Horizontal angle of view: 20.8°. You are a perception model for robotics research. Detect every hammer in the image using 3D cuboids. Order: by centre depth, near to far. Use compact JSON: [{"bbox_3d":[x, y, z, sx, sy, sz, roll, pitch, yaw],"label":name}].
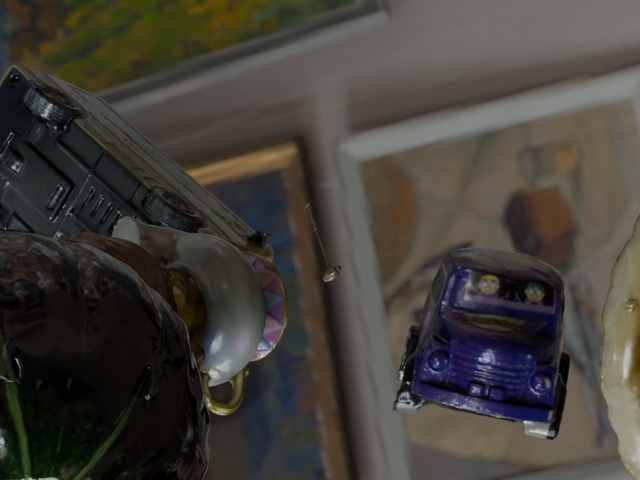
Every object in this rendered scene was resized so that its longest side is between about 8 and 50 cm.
[{"bbox_3d":[0.000,0.000,2.207,0.014,0.029,0.123,29,-147,-45],"label":"hammer"}]

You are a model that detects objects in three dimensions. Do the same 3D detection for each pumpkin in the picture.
[{"bbox_3d":[-0.226,0.119,1.224,0.296,0.296,0.296,-15,-90,-76],"label":"pumpkin"}]

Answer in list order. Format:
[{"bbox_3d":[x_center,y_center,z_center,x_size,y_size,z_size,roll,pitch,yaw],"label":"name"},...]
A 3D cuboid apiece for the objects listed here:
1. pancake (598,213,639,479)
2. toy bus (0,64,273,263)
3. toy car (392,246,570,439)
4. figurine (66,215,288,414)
[{"bbox_3d":[0.379,0.067,1.546,0.082,0.387,0.387,24,149,46],"label":"pancake"},{"bbox_3d":[-0.215,-0.023,1.845,0.365,0.177,0.202,41,-165,30],"label":"toy bus"},{"bbox_3d":[0.170,0.096,1.738,0.235,0.172,0.158,-65,-15,-77],"label":"toy car"},{"bbox_3d":[-0.148,0.066,1.482,0.263,0.142,0.189,-3,-120,-51],"label":"figurine"}]
